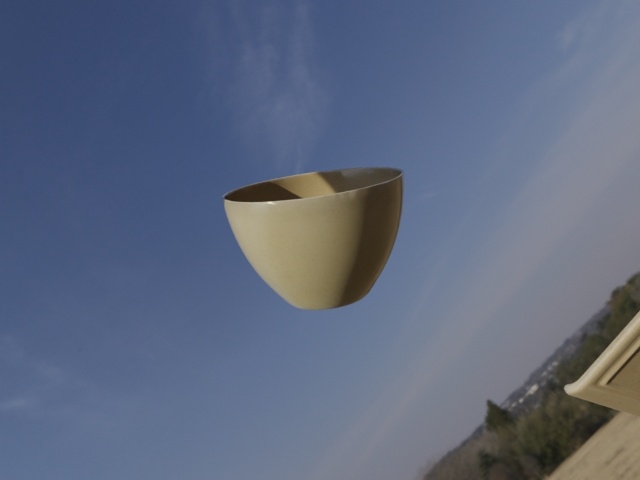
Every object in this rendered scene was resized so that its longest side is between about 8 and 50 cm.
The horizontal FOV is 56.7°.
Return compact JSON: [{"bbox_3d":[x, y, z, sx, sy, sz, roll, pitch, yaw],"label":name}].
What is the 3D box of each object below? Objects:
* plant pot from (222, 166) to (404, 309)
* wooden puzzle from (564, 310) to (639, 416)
[{"bbox_3d":[0.000,0.000,0.947,0.284,0.284,0.190,-20,-72,-41],"label":"plant pot"},{"bbox_3d":[0.389,0.095,0.575,0.221,0.044,0.238,20,-59,-18],"label":"wooden puzzle"}]
